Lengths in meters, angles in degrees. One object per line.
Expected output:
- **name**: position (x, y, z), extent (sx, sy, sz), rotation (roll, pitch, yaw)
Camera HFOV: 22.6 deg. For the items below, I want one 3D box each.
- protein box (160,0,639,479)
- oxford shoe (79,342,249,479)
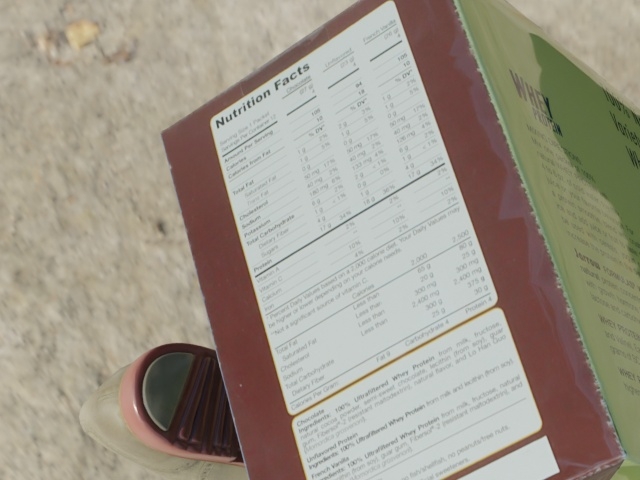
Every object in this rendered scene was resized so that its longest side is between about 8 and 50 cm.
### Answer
- **protein box**: position (0.068, 0.036, 0.619), extent (0.136, 0.200, 0.201), rotation (-30, 59, 25)
- **oxford shoe**: position (-0.055, 0.182, 1.454), extent (0.130, 0.348, 0.123), rotation (-23, 49, 47)
